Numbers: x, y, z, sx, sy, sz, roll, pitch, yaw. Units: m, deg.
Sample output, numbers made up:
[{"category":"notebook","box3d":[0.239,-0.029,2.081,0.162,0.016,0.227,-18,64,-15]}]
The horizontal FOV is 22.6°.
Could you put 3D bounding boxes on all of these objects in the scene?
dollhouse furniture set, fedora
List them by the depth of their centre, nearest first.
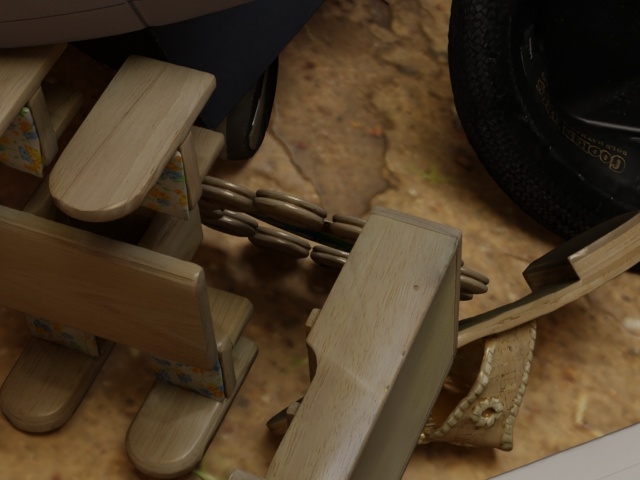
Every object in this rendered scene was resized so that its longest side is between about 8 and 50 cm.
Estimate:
[{"category":"dollhouse furniture set","box3d":[-0.077,0.050,0.735,0.242,0.212,0.161,17,54,16]},{"category":"fedora","box3d":[0.239,-0.136,0.971,0.334,0.334,0.152,9,23,-6]}]

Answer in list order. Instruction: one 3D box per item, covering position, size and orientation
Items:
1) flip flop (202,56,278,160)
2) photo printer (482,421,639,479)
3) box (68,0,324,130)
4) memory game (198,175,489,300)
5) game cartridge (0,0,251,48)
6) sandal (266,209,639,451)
[{"category":"flip flop","box3d":[-0.059,-0.170,1.003,0.080,0.112,0.277,2,58,7]},{"category":"photo printer","box3d":[0.196,0.204,0.772,0.307,0.107,0.256,-17,60,-23]},{"category":"box","box3d":[-0.093,-0.293,0.919,0.312,0.179,0.343,30,73,29]},{"category":"memory game","box3d":[0.000,0.000,0.845,0.186,0.186,0.012,18,83,1]},{"category":"game cartridge","box3d":[-0.145,-0.180,0.732,0.297,0.062,0.198,1,57,18]},{"category":"sandal","box3d":[0.094,0.073,0.862,0.240,0.088,0.079,-29,92,-14]}]
